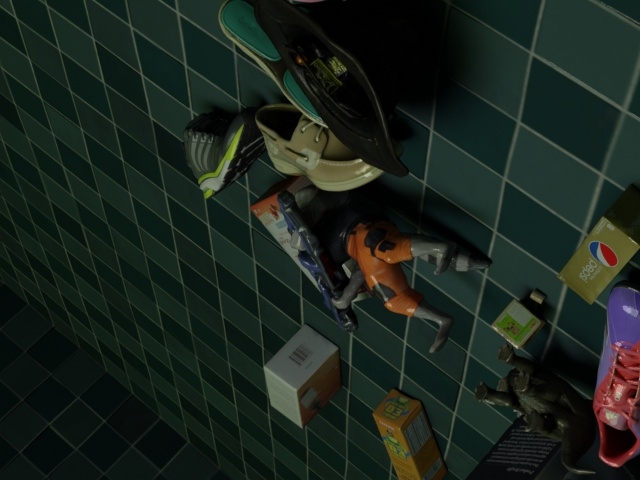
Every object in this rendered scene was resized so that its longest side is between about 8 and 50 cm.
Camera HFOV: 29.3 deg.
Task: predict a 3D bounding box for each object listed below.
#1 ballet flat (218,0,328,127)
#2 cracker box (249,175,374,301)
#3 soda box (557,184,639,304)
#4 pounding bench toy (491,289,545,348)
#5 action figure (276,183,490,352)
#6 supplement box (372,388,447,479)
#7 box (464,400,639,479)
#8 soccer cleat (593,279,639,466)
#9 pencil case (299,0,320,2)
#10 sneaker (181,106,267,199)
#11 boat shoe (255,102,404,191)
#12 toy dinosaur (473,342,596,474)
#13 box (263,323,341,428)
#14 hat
[{"bbox_3d":[-0.042,-0.251,1.728,0.248,0.086,0.086,46,157,2],"label":"ballet flat"},{"bbox_3d":[0.000,0.000,2.056,0.232,0.067,0.156,49,156,-9],"label":"cracker box"},{"bbox_3d":[0.352,0.009,1.494,0.058,0.061,0.181,40,156,12],"label":"soda box"},{"bbox_3d":[0.297,0.109,1.769,0.052,0.083,0.065,42,-172,16],"label":"pounding bench toy"},{"bbox_3d":[0.080,0.026,1.862,0.330,0.178,0.341,36,162,30],"label":"action figure"},{"bbox_3d":[0.175,0.396,2.392,0.078,0.080,0.233,22,145,39],"label":"supplement box"},{"bbox_3d":[0.372,0.450,1.883,0.296,0.294,0.183,51,156,-13],"label":"box"},{"bbox_3d":[0.409,0.181,1.609,0.109,0.116,0.318,29,152,33],"label":"soccer cleat"},{"bbox_3d":[-0.026,-0.440,1.288,0.160,0.167,0.386,-2,139,13],"label":"pencil case"},{"bbox_3d":[-0.170,-0.161,2.036,0.121,0.111,0.300,51,154,-1],"label":"sneaker"},{"bbox_3d":[0.002,-0.147,1.775,0.302,0.109,0.098,18,146,56],"label":"boat shoe"},{"bbox_3d":[0.331,0.236,1.772,0.160,0.121,0.313,18,-174,-31],"label":"toy dinosaur"},{"bbox_3d":[-0.033,0.276,2.475,0.091,0.130,0.170,34,154,24],"label":"box"},{"bbox_3d":[0.052,-0.226,1.526,0.331,0.134,0.331,52,173,8],"label":"hat"}]
